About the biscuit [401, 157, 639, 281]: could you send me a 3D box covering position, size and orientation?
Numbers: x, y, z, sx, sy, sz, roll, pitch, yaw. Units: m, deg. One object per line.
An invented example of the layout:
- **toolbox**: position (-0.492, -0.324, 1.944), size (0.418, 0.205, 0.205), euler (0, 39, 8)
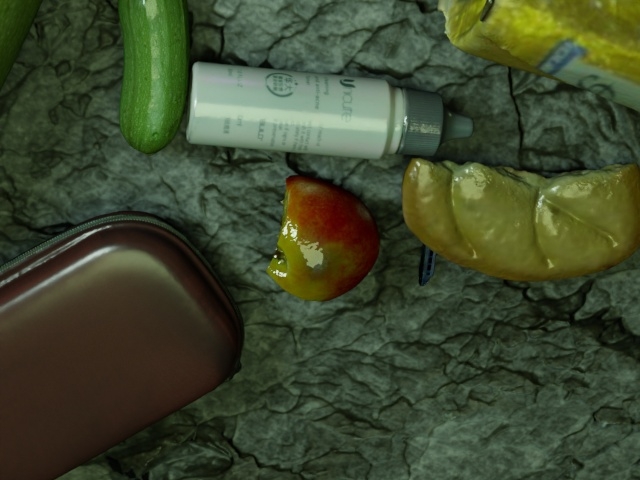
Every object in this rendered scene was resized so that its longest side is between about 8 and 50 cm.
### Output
- **biscuit**: position (0.233, -0.022, 1.601), size (0.299, 0.045, 0.154), euler (1, 117, -11)

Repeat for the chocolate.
- **chocolate**: position (0.352, -0.212, 1.466), size (0.446, 0.162, 0.162), euler (16, 113, -15)

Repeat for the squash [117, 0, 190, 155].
- **squash**: position (-0.176, -0.194, 1.468), size (0.077, 0.068, 0.219), euler (1, 116, -1)

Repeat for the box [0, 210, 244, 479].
- **box**: position (-0.291, 0.131, 1.595), size (0.404, 0.108, 0.263), euler (-29, 116, 8)

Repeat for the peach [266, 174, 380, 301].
- **peach**: position (0.006, 0.003, 1.557), size (0.118, 0.151, 0.151), euler (1, 117, 8)

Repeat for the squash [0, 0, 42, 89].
- **squash**: position (-0.425, -0.199, 1.336), size (0.263, 0.263, 0.384), euler (27, 110, -18)

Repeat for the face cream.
- **face cream**: position (0.013, -0.134, 1.505), size (0.312, 0.092, 0.092), euler (5, 116, -8)

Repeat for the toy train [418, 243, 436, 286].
- **toy train**: position (0.127, 0.016, 1.634), size (0.017, 0.017, 0.083), euler (-1, 117, -13)
